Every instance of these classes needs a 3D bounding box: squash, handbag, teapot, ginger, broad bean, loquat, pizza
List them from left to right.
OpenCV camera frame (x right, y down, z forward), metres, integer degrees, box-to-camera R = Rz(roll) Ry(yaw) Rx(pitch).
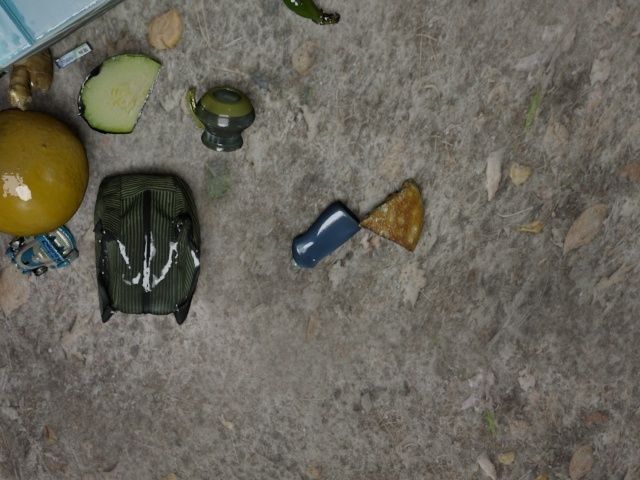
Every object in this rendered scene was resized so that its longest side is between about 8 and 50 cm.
[{"bbox_3d":[-0.624,-0.139,1.304,0.275,0.275,0.275,-2,115,-4],"label":"loquat"},{"bbox_3d":[-0.598,-0.331,1.297,0.067,0.165,0.096,-1,154,11],"label":"ginger"},{"bbox_3d":[-0.451,-0.328,1.325,0.085,0.184,0.192,38,109,21],"label":"squash"},{"bbox_3d":[-0.398,0.031,1.428,0.247,0.240,0.340,2,114,-11],"label":"handbag"},{"bbox_3d":[-0.224,-0.272,1.373,0.166,0.130,0.119,29,131,17],"label":"teapot"},{"bbox_3d":[-0.029,-0.586,1.275,0.144,0.049,0.292,-6,118,-10],"label":"broad bean"},{"bbox_3d":[0.175,-0.044,1.540,0.176,0.036,0.184,-18,114,-10],"label":"pizza"}]

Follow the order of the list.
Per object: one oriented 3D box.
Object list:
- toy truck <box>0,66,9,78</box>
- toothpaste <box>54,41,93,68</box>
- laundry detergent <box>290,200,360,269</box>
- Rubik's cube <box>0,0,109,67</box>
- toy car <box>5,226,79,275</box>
[{"bbox_3d":[-0.741,-0.414,1.208,0.272,0.124,0.157,18,75,-39],"label":"toy truck"},{"bbox_3d":[-0.526,-0.393,1.334,0.083,0.017,0.020,-26,114,8],"label":"toothpaste"},{"bbox_3d":[0.000,-0.001,1.546,0.206,0.061,0.097,-42,123,15],"label":"laundry detergent"},{"bbox_3d":[-0.495,-0.536,1.104,0.322,0.319,0.316,-28,114,7],"label":"Rubik's cube"},{"bbox_3d":[-0.668,0.030,1.476,0.161,0.098,0.126,-26,113,5],"label":"toy car"}]
